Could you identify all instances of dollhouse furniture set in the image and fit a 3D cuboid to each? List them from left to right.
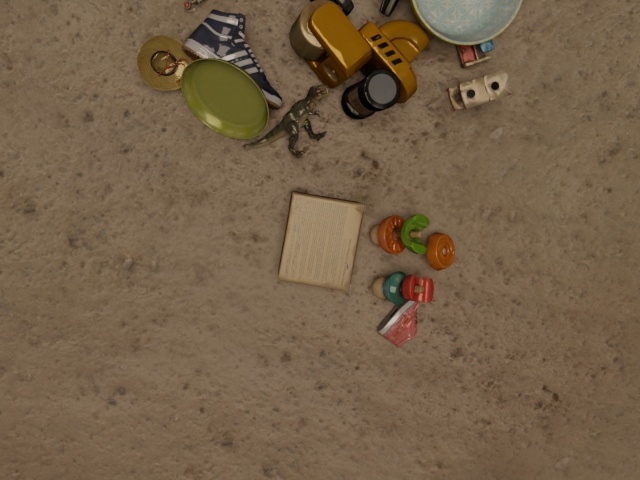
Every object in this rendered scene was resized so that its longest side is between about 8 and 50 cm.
[{"bbox_3d":[0.384,-0.435,1.656,0.129,0.129,0.183,-18,98,0],"label":"dollhouse furniture set"}]

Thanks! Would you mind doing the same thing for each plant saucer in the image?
[{"bbox_3d":[-0.231,-0.356,1.623,0.241,0.241,0.037,31,55,-6],"label":"plant saucer"}]

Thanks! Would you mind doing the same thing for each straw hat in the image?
[{"bbox_3d":[-0.398,-0.448,1.659,0.145,0.061,0.144,-9,112,-23],"label":"straw hat"}]

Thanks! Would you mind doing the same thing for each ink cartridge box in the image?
[{"bbox_3d":[0.000,0.000,1.717,0.193,0.088,0.234,10,96,-5],"label":"ink cartridge box"}]

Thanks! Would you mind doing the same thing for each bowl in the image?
[{"bbox_3d":[0.337,-0.621,1.612,0.290,0.156,0.289,-1,100,-8],"label":"bowl"}]

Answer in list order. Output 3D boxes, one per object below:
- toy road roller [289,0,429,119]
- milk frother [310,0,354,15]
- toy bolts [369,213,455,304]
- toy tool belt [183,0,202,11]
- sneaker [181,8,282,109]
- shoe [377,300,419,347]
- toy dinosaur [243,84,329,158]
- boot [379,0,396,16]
[{"bbox_3d":[0.109,-0.473,1.614,0.240,0.202,0.329,-45,102,-9],"label":"toy road roller"},{"bbox_3d":[0.047,-0.638,1.616,0.129,0.135,0.143,26,95,-6],"label":"milk frother"},{"bbox_3d":[0.226,0.062,1.727,0.218,0.158,0.228,21,73,-43],"label":"toy bolts"},{"bbox_3d":[-0.314,-0.615,1.647,0.083,0.051,0.052,-38,97,3],"label":"toy tool belt"},{"bbox_3d":[-0.188,-0.460,1.648,0.282,0.099,0.153,33,84,-14],"label":"sneaker"},{"bbox_3d":[0.238,0.204,1.767,0.081,0.063,0.178,40,97,-10],"label":"shoe"},{"bbox_3d":[-0.061,-0.287,1.694,0.268,0.064,0.118,-38,102,13],"label":"toy dinosaur"},{"bbox_3d":[0.130,-0.683,1.595,0.179,0.085,0.236,16,105,2],"label":"boot"}]
